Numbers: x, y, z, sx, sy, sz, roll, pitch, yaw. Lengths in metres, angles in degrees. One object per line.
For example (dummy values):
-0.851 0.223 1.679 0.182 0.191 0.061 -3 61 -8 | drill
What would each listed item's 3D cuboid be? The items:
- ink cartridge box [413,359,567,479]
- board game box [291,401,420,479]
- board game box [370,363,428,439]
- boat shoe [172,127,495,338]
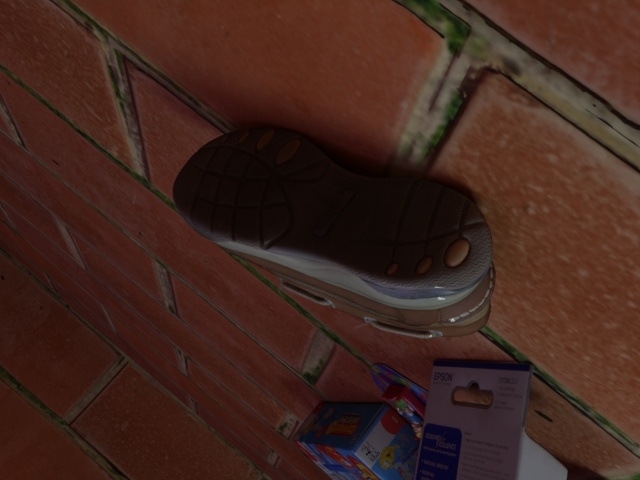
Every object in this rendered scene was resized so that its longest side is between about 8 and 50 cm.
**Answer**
0.142 0.302 0.768 0.069 0.371 0.176 14 168 -21 | ink cartridge box
0.129 0.387 1.270 0.308 0.086 0.302 43 160 -6 | board game box
0.121 0.224 1.027 0.168 0.033 0.133 29 156 30 | board game box
0.000 0.000 0.669 0.324 0.123 0.116 26 157 40 | boat shoe
